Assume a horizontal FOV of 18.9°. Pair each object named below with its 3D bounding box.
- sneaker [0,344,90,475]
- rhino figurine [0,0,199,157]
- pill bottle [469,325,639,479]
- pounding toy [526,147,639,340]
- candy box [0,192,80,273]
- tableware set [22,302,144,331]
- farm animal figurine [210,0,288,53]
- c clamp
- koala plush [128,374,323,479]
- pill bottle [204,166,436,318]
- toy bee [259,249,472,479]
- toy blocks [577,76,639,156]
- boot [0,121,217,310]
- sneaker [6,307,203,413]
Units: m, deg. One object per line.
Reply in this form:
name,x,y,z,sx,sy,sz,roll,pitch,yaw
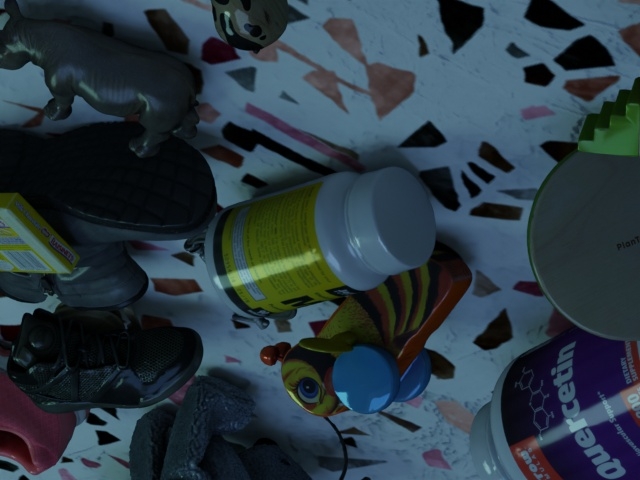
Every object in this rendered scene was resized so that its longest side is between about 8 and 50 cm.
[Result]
sneaker,-0.427,0.173,2.257,0.314,0.136,0.116,24,142,-7
rhino figurine,-0.224,-0.160,1.794,0.243,0.073,0.106,21,148,-2
pill bottle,0.293,0.163,1.900,0.181,0.181,0.323,33,141,-19
pounding toy,0.295,-0.004,1.733,0.237,0.183,0.110,7,-175,-5
candy box,-0.342,-0.008,1.924,0.206,0.027,0.105,1,141,41
tableware set,-0.249,0.116,2.193,0.128,0.039,0.194,-5,145,11
farm animal figurine,-0.159,-0.282,1.520,0.330,0.172,0.327,21,144,-4
c clamp,-0.090,0.041,2.016,0.137,0.022,0.160,8,142,47
koala plush,-0.096,0.298,2.255,0.221,0.203,0.196,21,148,-26
pill bottle,0.000,0.000,1.865,0.208,0.119,0.119,-16,132,38
toy bee,0.020,0.120,1.945,0.162,0.298,0.195,32,178,21
toy blocks,0.388,-0.182,1.417,0.381,0.191,0.261,7,122,16
boot,-0.220,-0.012,1.969,0.338,0.118,0.222,10,147,30
sneaker,-0.246,0.126,2.095,0.228,0.087,0.130,-9,151,25
